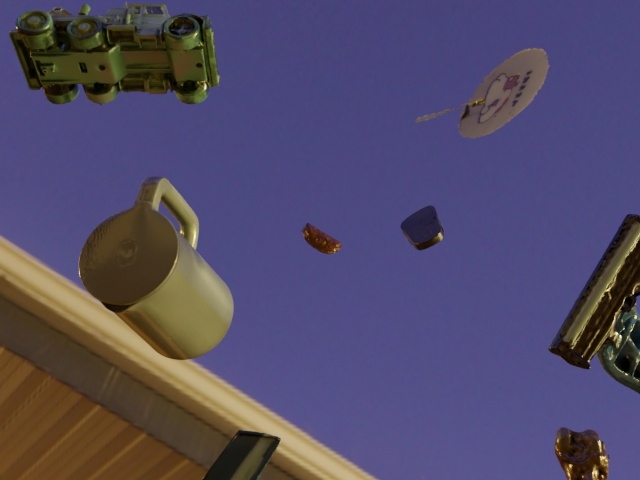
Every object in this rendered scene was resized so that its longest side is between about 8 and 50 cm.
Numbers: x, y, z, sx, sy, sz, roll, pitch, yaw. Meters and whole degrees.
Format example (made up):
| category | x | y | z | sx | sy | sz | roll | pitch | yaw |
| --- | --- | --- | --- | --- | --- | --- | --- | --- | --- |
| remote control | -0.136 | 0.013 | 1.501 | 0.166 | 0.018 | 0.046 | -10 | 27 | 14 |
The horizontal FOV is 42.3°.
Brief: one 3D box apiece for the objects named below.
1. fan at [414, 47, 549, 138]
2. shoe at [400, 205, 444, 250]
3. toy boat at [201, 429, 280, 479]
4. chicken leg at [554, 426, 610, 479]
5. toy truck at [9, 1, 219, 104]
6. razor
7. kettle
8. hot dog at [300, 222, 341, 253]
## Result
| category | x | y | z | sx | sy | sz | roll | pitch | yaw |
| --- | --- | --- | --- | --- | --- | --- | --- | --- | --- |
| fan | 0.266 | -0.236 | 1.422 | 0.009 | 0.190 | 0.329 | 38 | -24 | -23 |
| shoe | 0.186 | -0.008 | 1.446 | 0.071 | 0.179 | 0.049 | -28 | -74 | 7 |
| toy boat | -0.155 | 0.371 | 1.097 | 0.062 | 0.096 | 0.299 | 35 | -88 | 10 |
| chicken leg | 0.246 | 0.274 | 0.758 | 0.087 | 0.251 | 0.107 | -1 | -53 | 15 |
| toy truck | -0.267 | -0.271 | 1.114 | 0.259 | 0.135 | 0.128 | 3 | -37 | 2 |
| razor | 0.205 | 0.097 | 0.427 | 0.253 | 0.082 | 0.042 | 42 | -21 | -20 |
| kettle | -0.296 | 0.067 | 1.619 | 0.205 | 0.265 | 0.318 | 35 | -13 | 27 |
| hot dog | 0.000 | 0.000 | 1.597 | 0.083 | 0.058 | 0.035 | 32 | -84 | -2 |
